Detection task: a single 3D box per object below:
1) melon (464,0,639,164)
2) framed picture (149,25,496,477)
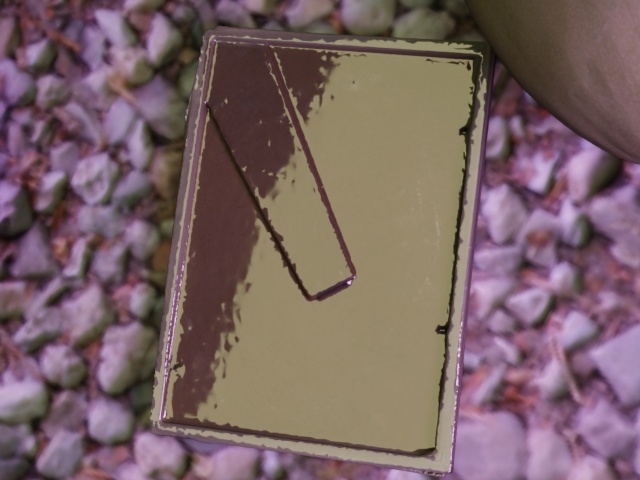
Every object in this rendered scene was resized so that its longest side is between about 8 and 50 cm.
[{"bbox_3d":[0.181,-0.187,0.577,0.271,0.272,0.308,-35,77,6],"label":"melon"},{"bbox_3d":[0.000,0.000,0.707,0.189,0.023,0.260,4,81,14],"label":"framed picture"}]
